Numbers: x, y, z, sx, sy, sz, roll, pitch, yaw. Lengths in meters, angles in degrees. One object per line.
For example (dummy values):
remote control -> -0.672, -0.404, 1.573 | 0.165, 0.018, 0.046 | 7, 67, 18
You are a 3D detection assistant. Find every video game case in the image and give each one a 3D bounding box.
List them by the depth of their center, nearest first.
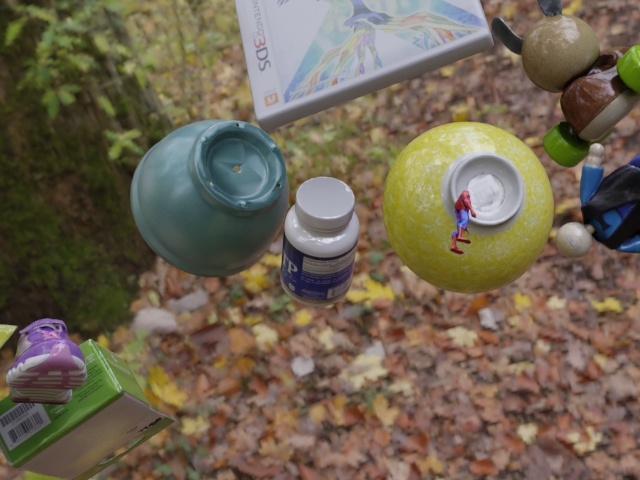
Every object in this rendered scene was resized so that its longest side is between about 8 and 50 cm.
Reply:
video game case -> 0.044, -0.326, 1.569 | 0.329, 0.036, 0.300 | -19, 57, 11

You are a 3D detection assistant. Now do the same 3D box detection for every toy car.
toy car -> 0.282, -0.208, 1.278 | 0.188, 0.155, 0.149 | 47, 40, 6

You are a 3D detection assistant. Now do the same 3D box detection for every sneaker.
sneaker -> -0.353, 0.146, 1.460 | 0.095, 0.236, 0.104 | 7, 72, -17

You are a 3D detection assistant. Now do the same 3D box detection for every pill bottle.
pill bottle -> 0.000, 0.000, 1.670 | 0.112, 0.186, 0.112 | 3, 48, -3

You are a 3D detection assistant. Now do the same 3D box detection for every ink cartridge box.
ink cartridge box -> -0.349, 0.264, 1.692 | 0.189, 0.255, 0.097 | -34, 69, -1

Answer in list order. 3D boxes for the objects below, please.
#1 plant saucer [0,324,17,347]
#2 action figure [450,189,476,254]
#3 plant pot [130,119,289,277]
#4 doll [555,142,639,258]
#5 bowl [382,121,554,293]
plant saucer -> -0.495, 0.193, 1.481 | 0.188, 0.045, 0.188 | -37, 15, 48
action figure -> 0.201, -0.031, 1.588 | 0.030, 0.038, 0.115 | 15, 46, -6
plant pot -> -0.177, -0.102, 2.065 | 0.293, 0.293, 0.196 | -47, 4, -32
doll -> 0.317, -0.048, 1.150 | 0.189, 0.129, 0.046 | -39, 8, 13
bowl -> 0.249, -0.067, 1.821 | 0.289, 0.289, 0.156 | -26, -7, -8
